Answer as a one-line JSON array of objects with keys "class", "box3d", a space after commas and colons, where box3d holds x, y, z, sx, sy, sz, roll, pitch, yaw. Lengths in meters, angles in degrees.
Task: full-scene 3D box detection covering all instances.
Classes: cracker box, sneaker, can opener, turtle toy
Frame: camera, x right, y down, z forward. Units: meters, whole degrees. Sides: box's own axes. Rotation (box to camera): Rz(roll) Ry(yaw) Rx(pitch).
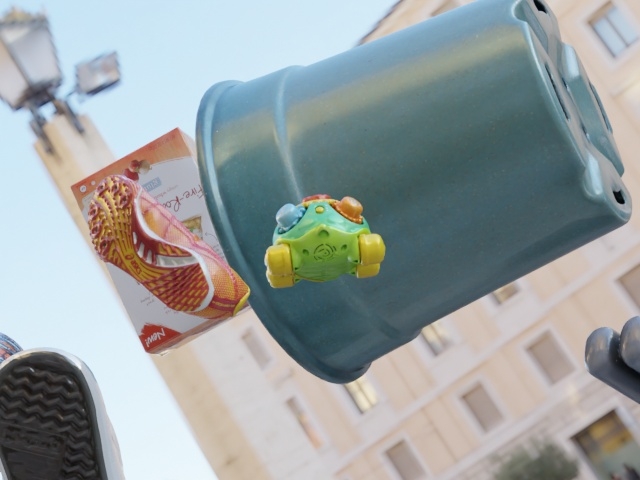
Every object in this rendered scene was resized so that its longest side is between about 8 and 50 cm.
[{"class": "cracker box", "box3d": [-0.182, 0.002, 1.602, 0.155, 0.232, 0.067, -29, -13, 6]}, {"class": "sneaker", "box3d": [-0.156, 0.215, 0.890, 0.106, 0.290, 0.123, -7, -5, -7]}, {"class": "can opener", "box3d": [0.336, 0.128, 1.129, 0.280, 0.093, 0.074, 26, -35, -31]}, {"class": "sneaker", "box3d": [-0.123, 0.009, 1.024, 0.067, 0.175, 0.064, 22, -72, -51]}, {"class": "turtle toy", "box3d": [0.000, 0.000, 1.078, 0.095, 0.066, 0.130, -7, -12, -3]}]

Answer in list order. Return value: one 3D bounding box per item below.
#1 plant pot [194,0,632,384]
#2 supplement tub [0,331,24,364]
[{"class": "plant pot", "box3d": [0.109, -0.070, 1.327, 0.334, 0.341, 0.341, -23, -10, 21]}, {"class": "supplement tub", "box3d": [-0.300, 0.144, 1.131, 0.106, 0.106, 0.198, -32, 13, -3]}]
